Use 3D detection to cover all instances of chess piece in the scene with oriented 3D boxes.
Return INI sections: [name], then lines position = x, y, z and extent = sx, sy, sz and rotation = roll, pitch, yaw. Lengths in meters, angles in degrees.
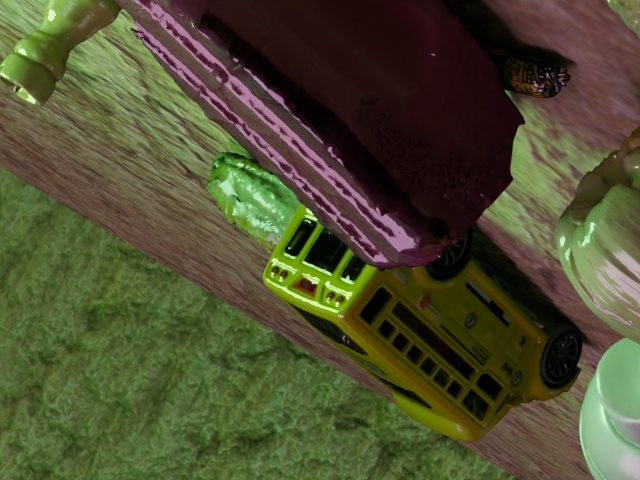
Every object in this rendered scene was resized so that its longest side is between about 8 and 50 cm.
[chess piece]
position = -0.215, -0.171, 1.408
extent = 0.066, 0.122, 0.066
rotation = 32, 172, 5

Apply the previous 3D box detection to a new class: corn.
[corn]
position = 0.268, 0.054, 0.911
extent = 0.305, 0.122, 0.123
rotation = 34, 127, -1

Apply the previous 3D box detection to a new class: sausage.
[sausage]
position = 0.079, -0.110, 1.020
extent = 0.028, 0.025, 0.198
rotation = 37, 170, -39

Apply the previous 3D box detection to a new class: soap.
[soap]
position = -0.018, -0.110, 0.984
extent = 0.289, 0.112, 0.182
rotation = 41, 165, -6

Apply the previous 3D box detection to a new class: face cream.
[face cream]
position = 0.281, 0.152, 1.359
extent = 0.145, 0.145, 0.370
rotation = 28, 169, 29

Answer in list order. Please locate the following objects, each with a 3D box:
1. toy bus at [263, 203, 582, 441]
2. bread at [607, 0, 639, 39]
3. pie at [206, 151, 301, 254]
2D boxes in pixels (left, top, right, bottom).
[toy bus]
position = 0.097, 0.072, 1.536
extent = 0.145, 0.151, 0.331
rotation = 21, 165, 44
[bread]
position = 0.169, -0.114, 0.647
extent = 0.084, 0.080, 0.109
rotation = 46, 136, 12
[pie]
position = 0.000, 0.000, 1.776
extent = 0.277, 0.078, 0.277
rotation = 33, 177, 2
